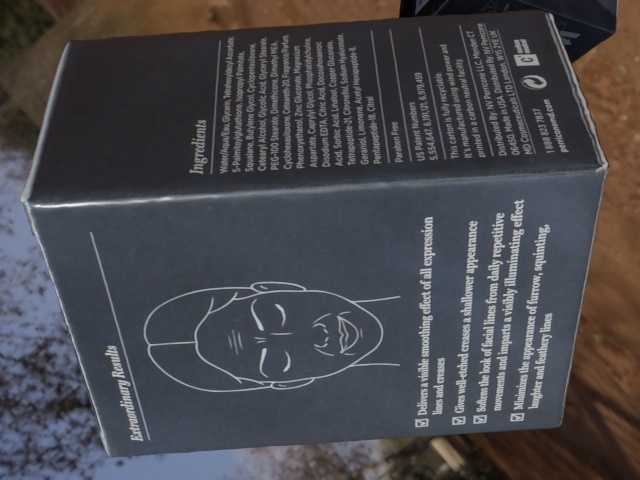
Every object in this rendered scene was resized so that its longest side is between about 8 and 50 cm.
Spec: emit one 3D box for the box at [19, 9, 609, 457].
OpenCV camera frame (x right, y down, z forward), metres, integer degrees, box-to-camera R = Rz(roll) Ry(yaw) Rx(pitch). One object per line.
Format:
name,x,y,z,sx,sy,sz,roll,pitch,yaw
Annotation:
box,0.000,0.000,0.832,0.212,0.395,0.293,-94,0,-47

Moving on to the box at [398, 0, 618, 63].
box,0.175,-0.225,0.969,0.158,0.093,0.156,15,161,-17
